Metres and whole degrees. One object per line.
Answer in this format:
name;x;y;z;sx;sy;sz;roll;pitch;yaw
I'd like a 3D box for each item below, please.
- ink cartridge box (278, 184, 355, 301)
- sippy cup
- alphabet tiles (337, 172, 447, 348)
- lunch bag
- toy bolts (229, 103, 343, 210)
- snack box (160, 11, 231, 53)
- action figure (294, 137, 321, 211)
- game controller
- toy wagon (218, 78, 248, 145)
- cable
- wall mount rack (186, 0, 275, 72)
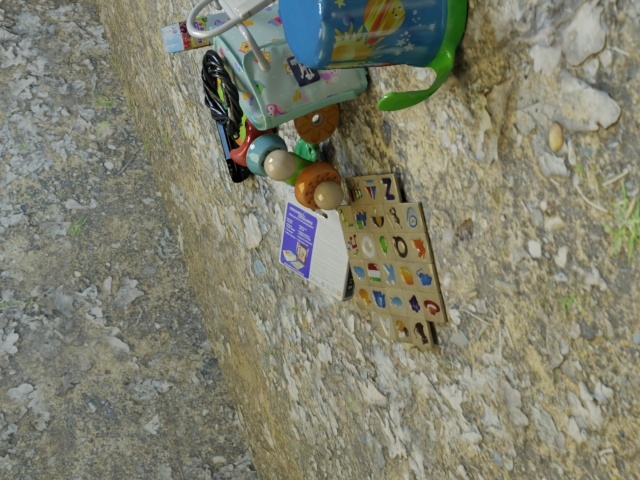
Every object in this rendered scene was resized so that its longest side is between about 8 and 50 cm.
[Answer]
ink cartridge box;0.000;0.000;1.862;0.206;0.045;0.208;31;128;34
sippy cup;0.064;-0.357;1.270;0.305;0.224;0.240;53;152;42
alphabet tiles;0.133;0.039;1.649;0.285;0.011;0.342;1;106;60
lunch bag;-0.061;-0.330;1.609;0.262;0.223;0.160;55;160;40
toy bolts;-0.036;-0.172;1.654;0.158;0.228;0.218;42;116;47
snack box;-0.254;-0.498;1.998;0.174;0.207;0.070;20;124;64
action figure;-0.022;-0.161;1.868;0.232;0.063;0.137;97;151;-54
game controller;-0.267;-0.317;2.373;0.166;0.067;0.319;3;108;68
toy wagon;-0.180;-0.331;2.134;0.344;0.068;0.267;68;159;14
cable;-0.197;-0.289;1.619;0.150;0.047;0.184;87;159;-55
wall mount rack;-0.079;-0.452;1.505;0.304;0.350;0.130;58;-179;42
